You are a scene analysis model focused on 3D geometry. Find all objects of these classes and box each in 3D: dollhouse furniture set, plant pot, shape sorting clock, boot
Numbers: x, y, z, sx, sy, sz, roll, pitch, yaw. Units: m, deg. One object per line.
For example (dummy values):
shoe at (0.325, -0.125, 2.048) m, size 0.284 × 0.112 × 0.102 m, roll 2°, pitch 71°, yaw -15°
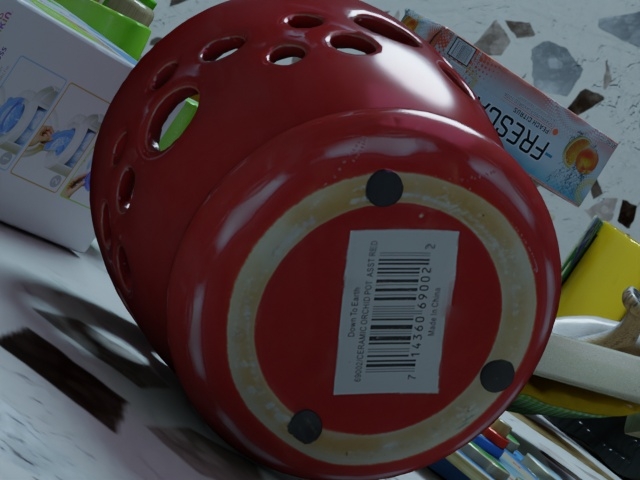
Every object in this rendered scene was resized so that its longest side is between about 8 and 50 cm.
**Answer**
dollhouse furniture set at (0.217, 0.169, 1.336) m, size 0.302 × 0.151 × 0.197 m, roll 16°, pitch -13°, yaw -11°
plant pot at (0.000, 0.000, 0.766) m, size 0.191 × 0.191 × 0.174 m, roll 32°, pitch 12°, yaw -23°
shape sorting clock at (0.102, 0.128, 1.056) m, size 0.206 × 0.040 × 0.206 m, roll 34°, pitch 5°, yaw -3°
boot at (0.301, 0.193, 1.734) m, size 0.137 × 0.077 × 0.198 m, roll 37°, pitch 15°, yaw -43°

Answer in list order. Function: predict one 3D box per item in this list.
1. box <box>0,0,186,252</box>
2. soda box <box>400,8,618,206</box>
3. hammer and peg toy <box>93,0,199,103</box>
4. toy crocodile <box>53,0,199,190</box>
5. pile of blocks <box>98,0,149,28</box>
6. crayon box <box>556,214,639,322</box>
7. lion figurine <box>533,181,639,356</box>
box at (-0.181, -0.085, 0.855) m, size 0.114 × 0.103 × 0.203 m, roll 37°, pitch 5°, yaw 30°
soda box at (0.125, -0.094, 1.244) m, size 0.183 × 0.058 × 0.063 m, roll 30°, pitch 5°, yaw -30°
hammer and peg toy at (-0.136, -0.124, 1.469) m, size 0.266 × 0.127 × 0.361 m, roll 33°, pitch 5°, yaw -23°
toy crocodile at (-0.205, -0.122, 1.041) m, size 0.340 × 0.115 × 0.105 m, roll 34°, pitch 8°, yaw 31°
pile of blocks at (-0.347, -0.310, 1.805) m, size 0.362 × 0.149 × 0.112 m, roll 32°, pitch 5°, yaw -17°
crayon box at (0.313, 0.090, 1.997) m, size 0.083 × 0.203 × 0.323 m, roll 36°, pitch 5°, yaw 17°
lion figurine at (0.162, 0.053, 1.611) m, size 0.392 × 0.240 × 0.142 m, roll 50°, pitch 22°, yaw -7°
